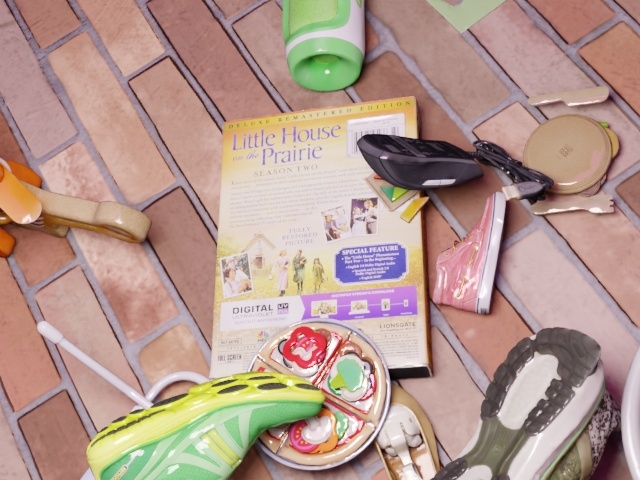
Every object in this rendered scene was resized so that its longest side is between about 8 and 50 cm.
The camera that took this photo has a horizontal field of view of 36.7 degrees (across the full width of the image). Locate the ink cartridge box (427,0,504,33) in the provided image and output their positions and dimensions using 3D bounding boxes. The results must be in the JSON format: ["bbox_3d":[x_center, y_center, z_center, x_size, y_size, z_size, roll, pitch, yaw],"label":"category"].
[{"bbox_3d":[0.266,-0.462,1.545,0.235,0.056,0.171,-35,62,-5],"label":"ink cartridge box"}]

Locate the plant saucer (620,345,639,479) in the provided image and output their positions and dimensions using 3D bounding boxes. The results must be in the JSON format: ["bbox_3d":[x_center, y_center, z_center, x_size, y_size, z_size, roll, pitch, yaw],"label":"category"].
[{"bbox_3d":[0.554,0.228,1.114,0.401,0.100,0.400,-6,64,12],"label":"plant saucer"}]

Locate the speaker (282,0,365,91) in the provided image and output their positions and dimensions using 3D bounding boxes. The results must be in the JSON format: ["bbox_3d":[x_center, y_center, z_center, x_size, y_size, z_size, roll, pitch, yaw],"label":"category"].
[{"bbox_3d":[0.007,-0.391,1.540,0.131,0.131,0.296,-6,64,13],"label":"speaker"}]

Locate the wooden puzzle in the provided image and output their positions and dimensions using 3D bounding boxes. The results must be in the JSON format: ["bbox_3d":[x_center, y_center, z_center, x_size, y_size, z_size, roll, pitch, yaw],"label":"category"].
[{"bbox_3d":[0.109,-0.084,1.360,0.078,0.014,0.116,-41,63,-7],"label":"wooden puzzle"}]

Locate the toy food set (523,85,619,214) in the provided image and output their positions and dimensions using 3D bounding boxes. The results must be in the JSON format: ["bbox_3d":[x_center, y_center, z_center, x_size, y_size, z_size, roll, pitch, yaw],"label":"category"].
[{"bbox_3d":[0.356,-0.120,1.373,0.132,0.038,0.192,-3,70,21],"label":"toy food set"}]

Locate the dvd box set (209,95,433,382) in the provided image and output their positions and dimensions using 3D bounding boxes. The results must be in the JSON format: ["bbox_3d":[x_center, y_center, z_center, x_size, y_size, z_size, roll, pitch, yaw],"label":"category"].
[{"bbox_3d":[0.000,0.000,1.393,0.308,0.062,0.420,-6,64,12],"label":"dvd box set"}]

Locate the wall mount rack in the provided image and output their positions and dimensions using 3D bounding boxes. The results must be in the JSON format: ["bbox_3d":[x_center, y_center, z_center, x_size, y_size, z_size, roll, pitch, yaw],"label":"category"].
[{"bbox_3d":[-0.305,0.288,1.281,0.304,0.130,0.350,33,76,13],"label":"wall mount rack"}]

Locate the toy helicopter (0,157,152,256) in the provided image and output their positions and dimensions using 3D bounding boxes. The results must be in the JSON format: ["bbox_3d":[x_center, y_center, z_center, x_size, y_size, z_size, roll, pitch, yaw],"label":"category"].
[{"bbox_3d":[-0.419,-0.062,1.437,0.355,0.235,0.140,11,69,19],"label":"toy helicopter"}]

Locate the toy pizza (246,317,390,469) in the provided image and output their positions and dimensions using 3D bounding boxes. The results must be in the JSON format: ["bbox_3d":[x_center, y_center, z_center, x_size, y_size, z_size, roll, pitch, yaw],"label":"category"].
[{"bbox_3d":[-0.009,0.195,1.254,0.201,0.032,0.201,-5,68,13],"label":"toy pizza"}]

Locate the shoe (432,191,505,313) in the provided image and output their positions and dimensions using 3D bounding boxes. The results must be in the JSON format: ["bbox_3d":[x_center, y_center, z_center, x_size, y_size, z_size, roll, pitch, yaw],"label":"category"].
[{"bbox_3d":[0.206,0.011,1.330,0.081,0.063,0.178,9,72,14],"label":"shoe"}]

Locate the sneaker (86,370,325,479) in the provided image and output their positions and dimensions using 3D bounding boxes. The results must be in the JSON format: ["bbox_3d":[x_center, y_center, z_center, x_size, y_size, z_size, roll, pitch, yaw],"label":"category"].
[{"bbox_3d":[-0.134,0.245,1.195,0.296,0.109,0.123,-18,101,-9],"label":"sneaker"}]

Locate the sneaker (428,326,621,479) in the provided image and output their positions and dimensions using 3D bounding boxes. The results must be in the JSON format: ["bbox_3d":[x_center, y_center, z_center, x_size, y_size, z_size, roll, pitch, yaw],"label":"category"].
[{"bbox_3d":[0.235,0.312,1.116,0.410,0.182,0.158,-53,27,-8],"label":"sneaker"}]

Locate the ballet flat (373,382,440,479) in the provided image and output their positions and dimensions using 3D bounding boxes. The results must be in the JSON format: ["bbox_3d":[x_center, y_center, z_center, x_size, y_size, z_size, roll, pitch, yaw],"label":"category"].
[{"bbox_3d":[0.115,0.277,1.224,0.080,0.073,0.232,-26,61,4],"label":"ballet flat"}]

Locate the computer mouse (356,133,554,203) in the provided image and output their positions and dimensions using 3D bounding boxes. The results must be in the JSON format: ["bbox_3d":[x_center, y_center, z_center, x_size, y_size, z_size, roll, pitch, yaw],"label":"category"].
[{"bbox_3d":[0.183,-0.083,1.299,0.184,0.262,0.060,41,125,48],"label":"computer mouse"}]
